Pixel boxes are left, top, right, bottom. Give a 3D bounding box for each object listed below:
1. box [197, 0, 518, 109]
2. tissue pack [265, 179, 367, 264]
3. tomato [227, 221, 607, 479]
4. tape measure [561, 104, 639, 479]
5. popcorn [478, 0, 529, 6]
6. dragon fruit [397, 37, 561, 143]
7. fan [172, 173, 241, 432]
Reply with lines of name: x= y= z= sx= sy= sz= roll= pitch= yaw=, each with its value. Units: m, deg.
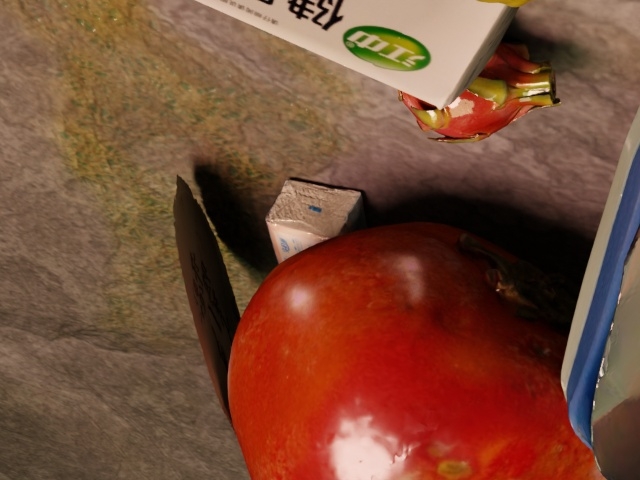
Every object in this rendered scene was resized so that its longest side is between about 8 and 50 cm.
box: x=-0.017 y=-0.229 z=0.900 sx=0.333 sy=0.145 sz=0.173 roll=24 pitch=151 yaw=-3
tissue pack: x=0.000 y=0.000 z=1.323 sx=0.074 sy=0.058 sz=0.094 roll=13 pitch=147 yaw=18
tomato: x=0.087 y=0.136 z=1.236 sx=0.325 sy=0.293 sz=0.290 roll=17 pitch=119 yaw=-43
tape measure: x=0.300 y=0.036 z=1.026 sx=0.262 sy=0.138 sz=0.259 roll=10 pitch=111 yaw=-9
popcorn: x=0.091 y=-0.244 z=0.688 sx=0.247 sy=0.282 sz=0.282 roll=21 pitch=153 yaw=-29
dragon fruit: x=0.108 y=-0.109 z=1.065 sx=0.116 sy=0.086 sz=0.081 roll=-1 pitch=109 yaw=13
fan: x=-0.073 y=0.114 z=1.399 sx=0.012 sy=0.233 sz=0.414 roll=-14 pitch=142 yaw=6
